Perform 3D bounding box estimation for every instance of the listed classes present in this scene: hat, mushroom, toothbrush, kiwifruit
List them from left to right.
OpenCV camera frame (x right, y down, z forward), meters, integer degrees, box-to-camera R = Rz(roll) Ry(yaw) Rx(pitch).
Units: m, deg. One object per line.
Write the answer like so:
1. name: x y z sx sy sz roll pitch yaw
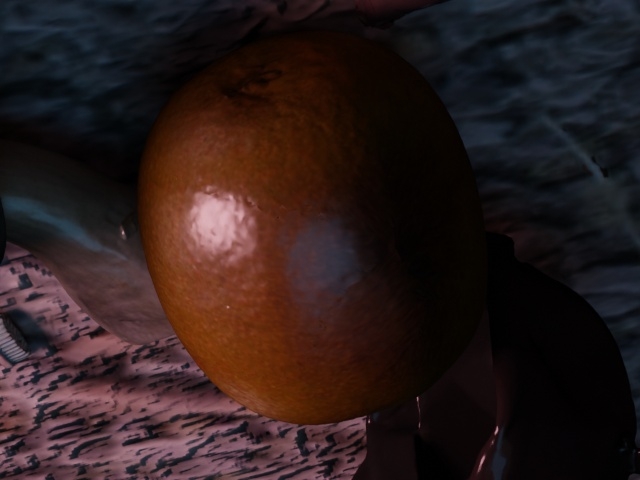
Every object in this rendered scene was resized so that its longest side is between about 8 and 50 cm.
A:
1. toothbrush: -0.244 -0.005 1.173 0.027 0.021 0.269 -27 135 -1
2. mushroom: -0.158 -0.011 1.138 0.223 0.081 0.092 28 147 -34
3. kiwifruit: 0.000 0.000 1.093 0.196 0.196 0.234 -19 119 10
4. hat: 0.124 0.177 1.235 0.209 0.238 0.336 19 89 -17

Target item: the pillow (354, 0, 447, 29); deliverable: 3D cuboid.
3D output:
1. pillow: 0.056 -0.192 1.021 0.118 0.043 0.185 -18 135 5

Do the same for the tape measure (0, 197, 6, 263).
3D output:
1. tape measure: -0.327 -0.029 1.002 0.262 0.138 0.259 -11 118 19
